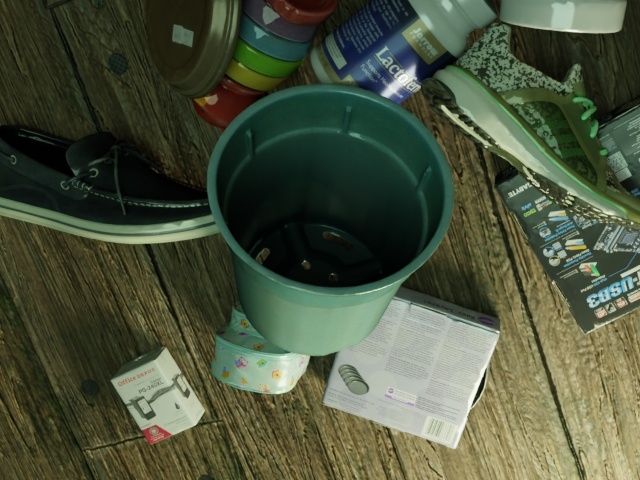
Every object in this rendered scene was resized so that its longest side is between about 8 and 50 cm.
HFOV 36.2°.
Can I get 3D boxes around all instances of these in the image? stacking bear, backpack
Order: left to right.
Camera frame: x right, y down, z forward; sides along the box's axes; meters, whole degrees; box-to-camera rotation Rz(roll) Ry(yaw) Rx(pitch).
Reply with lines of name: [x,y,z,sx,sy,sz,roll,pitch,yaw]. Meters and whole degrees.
stacking bear: [-0.111,-0.298,1.542,0.175,0.164,0.289,50,125,19]
backpack: [-0.101,0.182,1.686,0.166,0.188,0.144,15,111,8]

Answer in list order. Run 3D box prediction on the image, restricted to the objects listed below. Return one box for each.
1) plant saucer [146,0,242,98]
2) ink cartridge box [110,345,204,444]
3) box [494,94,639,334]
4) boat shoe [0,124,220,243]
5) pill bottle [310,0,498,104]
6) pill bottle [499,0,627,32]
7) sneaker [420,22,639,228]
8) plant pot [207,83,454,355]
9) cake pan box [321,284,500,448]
plant saucer: [-0.203,-0.357,1.503,0.278,0.041,0.277,5,96,55]
ink cartridge box: [-0.305,0.289,1.834,0.109,0.063,0.150,-26,102,19]
box: [0.473,-0.043,1.547,0.295,0.073,0.293,-31,101,20]
boat shoe: [-0.361,-0.098,1.636,0.500,0.187,0.156,11,106,21]
pill bottle: [0.127,-0.308,1.487,0.265,0.153,0.153,-37,98,21]
pill bottle: [0.352,-0.499,1.332,0.229,0.229,0.407,7,110,10]
sneaker: [0.355,-0.167,1.430,0.410,0.158,0.182,36,91,-8]
plant pot: [0.000,0.000,1.487,0.341,0.341,0.334,20,151,5]
cake pan box: [0.160,0.212,1.706,0.267,0.070,0.245,17,114,6]
